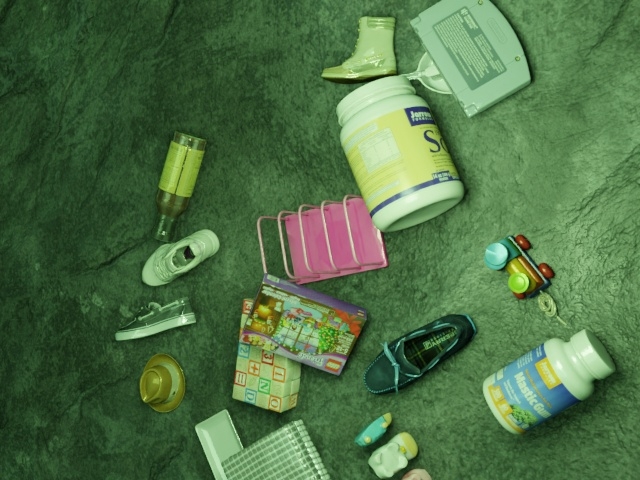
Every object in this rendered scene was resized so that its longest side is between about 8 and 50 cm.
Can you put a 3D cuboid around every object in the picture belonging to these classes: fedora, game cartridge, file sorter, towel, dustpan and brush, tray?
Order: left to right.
[{"bbox_3d":[-0.524,0.462,2.259,0.194,0.079,0.194,1,91,30],"label":"fedora"},{"bbox_3d":[-0.278,0.663,2.147,0.145,0.030,0.270,-32,75,25],"label":"tray"},{"bbox_3d":[-0.130,0.673,1.993,0.284,0.121,0.235,-34,74,17],"label":"towel"},{"bbox_3d":[0.000,0.000,1.896,0.291,0.182,0.202,-13,83,29],"label":"file sorter"},{"bbox_3d":[0.281,-0.430,1.801,0.211,0.060,0.147,-13,84,29],"label":"dustpan and brush"},{"bbox_3d":[0.375,-0.467,1.722,0.198,0.062,0.297,-28,76,4],"label":"game cartridge"}]

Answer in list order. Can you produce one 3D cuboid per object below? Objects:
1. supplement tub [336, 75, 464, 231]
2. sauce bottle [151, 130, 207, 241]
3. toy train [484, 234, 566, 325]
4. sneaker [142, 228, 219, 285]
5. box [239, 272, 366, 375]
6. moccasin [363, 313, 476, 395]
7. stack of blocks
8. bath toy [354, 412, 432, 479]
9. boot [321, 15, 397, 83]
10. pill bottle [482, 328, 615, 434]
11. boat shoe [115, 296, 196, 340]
[{"bbox_3d":[0.191,-0.212,1.752,0.241,0.241,0.331,-27,78,27],"label":"supplement tub"},{"bbox_3d":[-0.452,-0.167,2.195,0.111,0.111,0.344,26,102,27],"label":"sauce bottle"},{"bbox_3d":[0.483,0.101,1.641,0.105,0.143,0.248,-43,70,23],"label":"toy train"},{"bbox_3d":[-0.460,0.060,2.173,0.305,0.152,0.114,-30,94,27],"label":"sneaker"},{"bbox_3d":[-0.047,0.228,1.892,0.293,0.057,0.200,20,116,-5],"label":"box"},{"bbox_3d":[0.231,0.284,1.802,0.342,0.117,0.137,-43,70,23],"label":"moccasin"},{"bbox_3d":[-0.146,0.325,2.035,0.171,0.087,0.297,9,94,29],"label":"stack of blocks"},{"bbox_3d":[0.222,0.622,1.807,0.348,0.151,0.129,58,154,14],"label":"bath toy"},{"bbox_3d":[0.103,-0.512,1.895,0.213,0.077,0.165,-1,91,25],"label":"boot"},{"bbox_3d":[0.524,0.319,1.614,0.272,0.152,0.152,-40,72,25],"label":"pill bottle"},{"bbox_3d":[-0.536,0.249,2.250,0.301,0.108,0.102,-18,81,26],"label":"boat shoe"}]
